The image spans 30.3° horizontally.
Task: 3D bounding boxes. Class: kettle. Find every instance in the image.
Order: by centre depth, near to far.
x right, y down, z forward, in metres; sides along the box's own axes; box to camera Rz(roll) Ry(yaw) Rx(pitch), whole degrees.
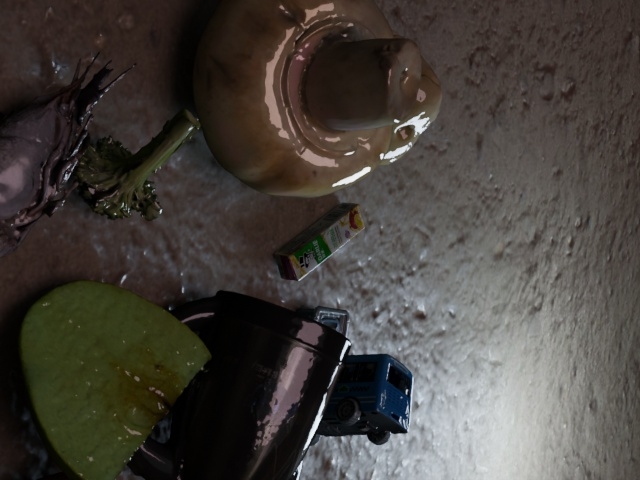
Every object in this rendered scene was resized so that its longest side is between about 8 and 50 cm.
[{"bbox_3d":[-0.146,0.250,1.774,0.320,0.228,0.324,25,78,-22],"label":"kettle"}]

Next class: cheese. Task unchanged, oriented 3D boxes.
[{"bbox_3d":[0.093,-0.241,1.972,0.117,0.218,0.235,-19,100,-49],"label":"cheese"}]

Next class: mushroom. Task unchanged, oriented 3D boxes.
[{"bbox_3d":[-0.003,-0.232,1.790,0.325,0.353,0.353,66,43,-62],"label":"mushroom"}]

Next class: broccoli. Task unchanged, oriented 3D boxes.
[{"bbox_3d":[-0.241,-0.110,1.603,0.118,0.204,0.122,15,49,-54],"label":"broccoli"}]

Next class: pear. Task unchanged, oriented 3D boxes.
[{"bbox_3d":[-0.320,0.182,1.592,0.239,0.139,0.288,50,44,-13],"label":"pear"}]

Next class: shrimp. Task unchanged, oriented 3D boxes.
[{"bbox_3d":[-0.358,-0.109,1.516,0.343,0.116,0.145,-56,134,-20],"label":"shrimp"}]

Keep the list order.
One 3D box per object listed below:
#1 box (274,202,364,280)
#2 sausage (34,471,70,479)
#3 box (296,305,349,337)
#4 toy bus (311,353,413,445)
[{"bbox_3d":[0.000,0.000,2.028,0.207,0.041,0.050,-38,123,-42],"label":"box"},{"bbox_3d":[-0.416,0.385,1.514,0.328,0.112,0.112,-19,109,-48],"label":"sausage"},{"bbox_3d":[-0.001,0.150,2.036,0.099,0.054,0.074,13,87,-51],"label":"box"},{"bbox_3d":[0.024,0.257,1.937,0.113,0.246,0.134,39,54,-45],"label":"toy bus"}]
